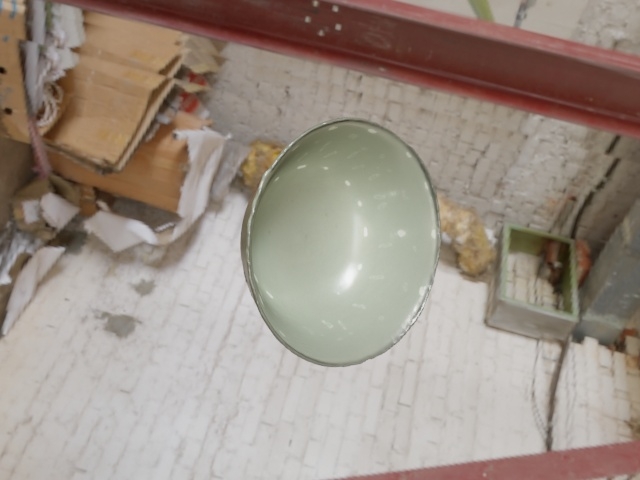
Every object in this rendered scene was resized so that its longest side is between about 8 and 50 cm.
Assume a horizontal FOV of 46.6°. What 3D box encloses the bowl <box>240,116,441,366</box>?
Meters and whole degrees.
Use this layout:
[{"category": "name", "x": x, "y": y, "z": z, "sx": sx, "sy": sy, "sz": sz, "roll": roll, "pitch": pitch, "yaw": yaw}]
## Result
[{"category": "bowl", "x": 0.000, "y": 0.000, "z": 1.052, "sx": 0.157, "sy": 0.337, "sz": 0.337, "roll": 6, "pitch": -102, "yaw": 52}]
